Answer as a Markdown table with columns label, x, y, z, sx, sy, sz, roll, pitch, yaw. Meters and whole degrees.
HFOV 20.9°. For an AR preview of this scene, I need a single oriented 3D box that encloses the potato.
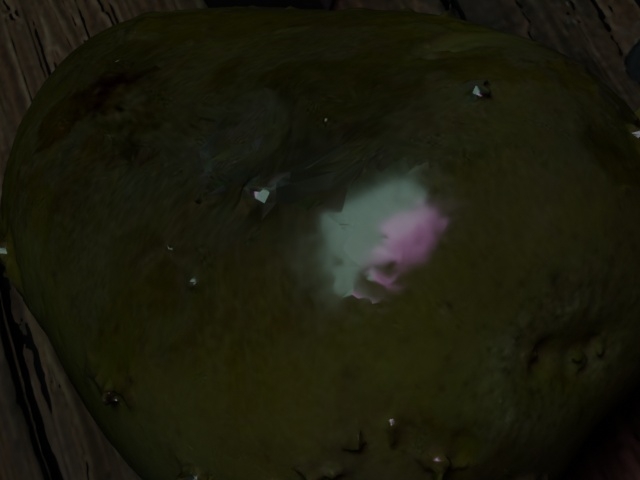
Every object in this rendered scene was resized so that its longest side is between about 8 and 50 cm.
| label | x | y | z | sx | sy | sz | roll | pitch | yaw |
| --- | --- | --- | --- | --- | --- | --- | --- | --- | --- |
| potato | -0.016 | 0.011 | 0.807 | 0.359 | 0.219 | 0.269 | 16 | 56 | 41 |

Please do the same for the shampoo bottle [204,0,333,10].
| label | x | y | z | sx | sy | sz | roll | pitch | yaw |
| --- | --- | --- | --- | --- | --- | --- | --- | --- | --- |
| shampoo bottle | -0.064 | -0.223 | 0.969 | 0.079 | 0.246 | 0.080 | -1 | 57 | 26 |
